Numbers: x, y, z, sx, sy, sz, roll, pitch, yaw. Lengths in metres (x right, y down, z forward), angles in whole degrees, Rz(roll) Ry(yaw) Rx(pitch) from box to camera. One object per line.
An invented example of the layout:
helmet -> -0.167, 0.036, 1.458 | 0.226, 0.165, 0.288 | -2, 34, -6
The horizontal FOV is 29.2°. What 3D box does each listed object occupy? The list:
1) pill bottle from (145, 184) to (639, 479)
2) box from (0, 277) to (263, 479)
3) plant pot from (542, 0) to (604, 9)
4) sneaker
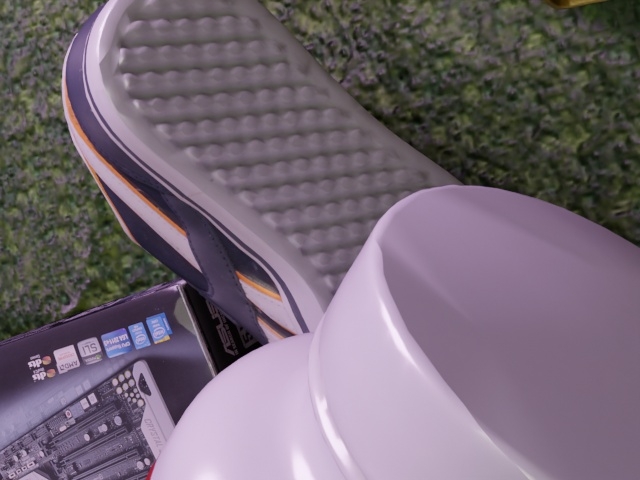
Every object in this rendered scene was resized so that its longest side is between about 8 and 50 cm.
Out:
pill bottle -> 0.009, 0.188, 0.506 | 0.229, 0.229, 0.408 | 37, 121, 13
box -> -0.146, 0.171, 0.759 | 0.307, 0.076, 0.242 | -18, 94, 27
plant pot -> 0.131, -0.158, 0.557 | 0.081, 0.081, 0.083 | -7, 87, 26
sneaker -> 0.000, 0.000, 0.629 | 0.321, 0.126, 0.127 | 49, 160, -17
